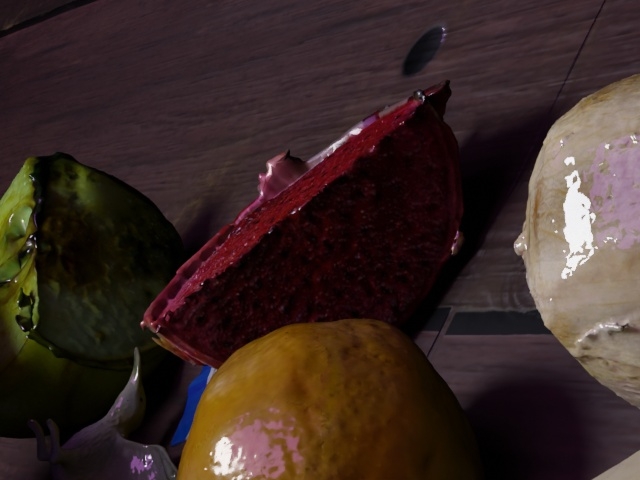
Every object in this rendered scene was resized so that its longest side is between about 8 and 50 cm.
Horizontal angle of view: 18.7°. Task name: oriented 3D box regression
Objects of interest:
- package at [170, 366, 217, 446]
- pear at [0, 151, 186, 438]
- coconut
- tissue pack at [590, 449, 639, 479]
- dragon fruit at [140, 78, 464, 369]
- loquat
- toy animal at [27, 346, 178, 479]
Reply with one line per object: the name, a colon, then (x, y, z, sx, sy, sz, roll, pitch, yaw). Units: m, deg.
package: (-0.047, 0.070, 1.515, 0.173, 0.027, 0.171, -31, 33, 43)
pear: (-0.248, 0.094, 1.720, 0.255, 0.164, 0.238, -46, 34, 32)
coconut: (0.188, -0.002, 0.969, 0.194, 0.194, 0.194, -43, 26, 26)
tissue pack: (0.140, 0.188, 0.907, 0.196, 0.092, 0.148, -37, 28, 34)
dragon fruit: (0.005, 0.007, 1.393, 0.274, 0.126, 0.161, -41, 15, -5)
loquat: (0.000, 0.141, 1.154, 0.187, 0.176, 0.234, -32, 31, 10)
toy animal: (-0.180, 0.160, 1.537, 0.219, 0.095, 0.155, -1, 84, 57)
